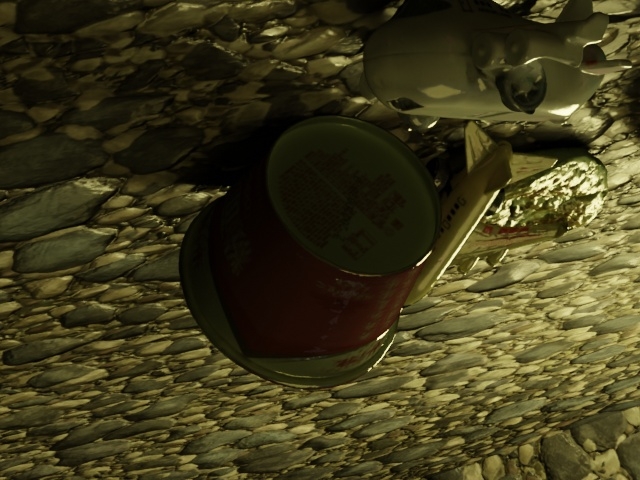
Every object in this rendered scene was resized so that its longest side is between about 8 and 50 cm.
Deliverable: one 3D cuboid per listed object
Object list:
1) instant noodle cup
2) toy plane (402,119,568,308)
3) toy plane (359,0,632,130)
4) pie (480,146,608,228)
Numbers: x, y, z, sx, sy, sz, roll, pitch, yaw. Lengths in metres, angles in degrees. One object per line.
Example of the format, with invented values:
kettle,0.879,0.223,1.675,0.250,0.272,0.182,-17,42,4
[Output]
instant noodle cup,0.000,0.000,1.752,0.235,0.235,0.178,-6,151,-28
toy plane,0.136,-0.021,1.919,0.229,0.092,0.244,22,128,-22
toy plane,0.144,-0.153,1.539,0.252,0.118,0.252,-4,178,0
pie,0.216,-0.044,2.056,0.240,0.054,0.240,-12,162,-4
